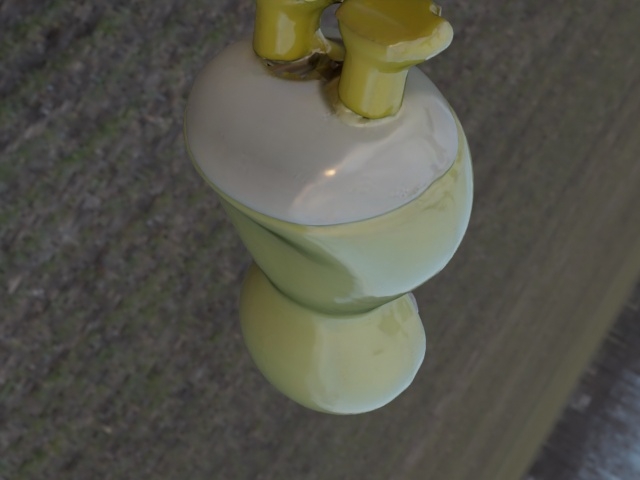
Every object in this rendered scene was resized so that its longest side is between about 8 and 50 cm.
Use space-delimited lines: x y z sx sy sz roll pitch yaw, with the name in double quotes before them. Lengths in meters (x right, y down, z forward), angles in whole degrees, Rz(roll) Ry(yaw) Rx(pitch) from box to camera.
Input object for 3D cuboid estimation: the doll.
"doll" 0.007 -0.008 0.659 0.117 0.141 0.296 -51 157 -24
